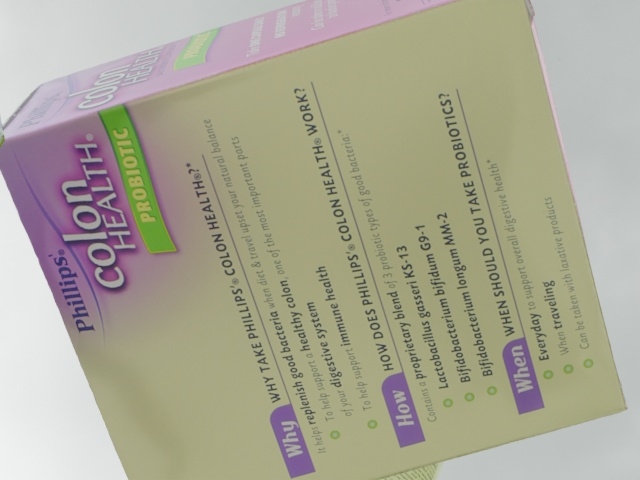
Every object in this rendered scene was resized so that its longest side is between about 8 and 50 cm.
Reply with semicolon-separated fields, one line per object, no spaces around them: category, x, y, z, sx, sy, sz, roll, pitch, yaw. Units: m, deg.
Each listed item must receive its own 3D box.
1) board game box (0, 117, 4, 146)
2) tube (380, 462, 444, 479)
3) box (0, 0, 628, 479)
board game box;-0.208;0.084;0.359;0.078;0.233;0.347;27;-83;-20
tube;0.060;0.148;0.921;0.070;0.240;0.062;4;-61;22
box;0.000;0.000;0.613;0.243;0.117;0.214;-17;-70;5
